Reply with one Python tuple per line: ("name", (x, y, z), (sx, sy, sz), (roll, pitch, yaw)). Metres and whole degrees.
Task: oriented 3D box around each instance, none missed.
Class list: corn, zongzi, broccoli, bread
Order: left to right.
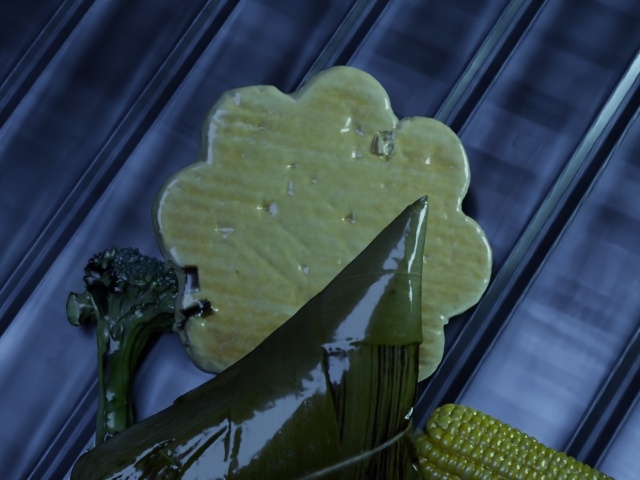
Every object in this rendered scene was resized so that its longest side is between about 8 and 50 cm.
("broccoli", (-0.176, 0.108, 1.381), (0.122, 0.118, 0.204), (9, 87, -6))
("zongzi", (-0.050, 0.108, 1.208), (0.273, 0.145, 0.300), (-1, 107, -24))
("bread", (0.000, 0.000, 1.355), (0.316, 0.054, 0.316), (2, 83, -14))
("corn", (0.186, 0.219, 1.274), (0.244, 0.093, 0.093), (26, 76, 16))
